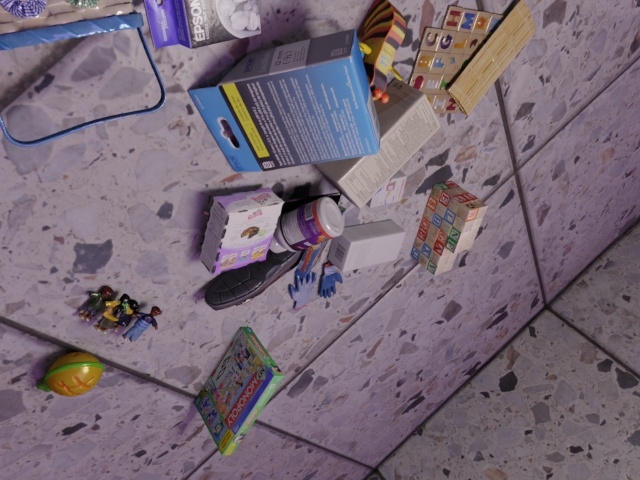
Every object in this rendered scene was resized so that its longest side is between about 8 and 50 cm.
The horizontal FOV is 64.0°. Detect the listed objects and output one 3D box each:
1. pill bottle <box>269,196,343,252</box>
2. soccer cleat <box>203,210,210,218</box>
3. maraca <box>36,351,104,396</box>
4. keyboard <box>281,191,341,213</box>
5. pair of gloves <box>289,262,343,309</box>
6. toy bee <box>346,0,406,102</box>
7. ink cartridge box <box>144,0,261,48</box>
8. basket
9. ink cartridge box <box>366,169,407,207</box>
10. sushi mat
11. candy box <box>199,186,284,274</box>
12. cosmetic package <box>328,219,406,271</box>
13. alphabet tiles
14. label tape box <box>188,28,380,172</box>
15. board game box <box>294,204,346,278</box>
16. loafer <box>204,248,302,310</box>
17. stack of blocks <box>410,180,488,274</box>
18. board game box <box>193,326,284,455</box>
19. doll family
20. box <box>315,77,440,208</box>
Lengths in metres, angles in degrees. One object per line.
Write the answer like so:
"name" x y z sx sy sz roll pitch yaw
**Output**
"pill bottle" -0.047 -0.033 1.327 0.194 0.108 0.108 -21 150 29
"soccer cleat" -0.251 -0.062 1.248 0.083 0.029 0.035 25 97 -52
"maraca" -0.603 0.331 1.240 0.186 0.099 0.127 -36 145 32
"keyboard" -0.045 -0.104 1.353 0.192 0.038 0.100 -8 160 -11
"pair of gloves" -0.011 0.140 1.627 0.198 0.023 0.159 -19 136 -26
"toy bee" 0.121 -0.387 1.177 0.196 0.162 0.298 -9 129 -37
"ink cartridge box" -0.214 -0.460 0.921 0.209 0.045 0.206 -23 136 -22
"basket" -0.396 -0.307 0.775 0.255 0.201 0.288 -26 127 -23
"ink cartridge box" 0.188 -0.155 1.515 0.123 0.052 0.088 -16 132 -32
"sushi mat" 0.493 -0.519 1.468 0.316 0.019 0.151 -51 139 7
"candy box" -0.195 -0.025 1.260 0.165 0.070 0.196 -15 140 -41
"cosmetic package" 0.148 0.014 1.605 0.231 0.085 0.117 -10 130 -36
"alphabet tiles" 0.386 -0.490 1.426 0.343 0.011 0.284 -10 130 -34
"label tape box" -0.066 -0.284 1.107 0.348 0.115 0.249 -5 141 18
"board game box" 0.000 0.000 1.447 0.201 0.035 0.136 -61 175 19
"loafer" -0.170 0.106 1.403 0.303 0.109 0.095 -35 145 -16
"stack of blocks" 0.428 -0.029 1.735 0.087 0.171 0.296 -14 132 -32
"board game box" -0.252 0.450 1.542 0.046 0.213 0.317 16 112 -46
"doll family" -0.473 0.176 1.235 0.111 0.076 0.193 -49 145 -1
"box" 0.150 -0.251 1.346 0.311 0.121 0.148 -45 140 0
